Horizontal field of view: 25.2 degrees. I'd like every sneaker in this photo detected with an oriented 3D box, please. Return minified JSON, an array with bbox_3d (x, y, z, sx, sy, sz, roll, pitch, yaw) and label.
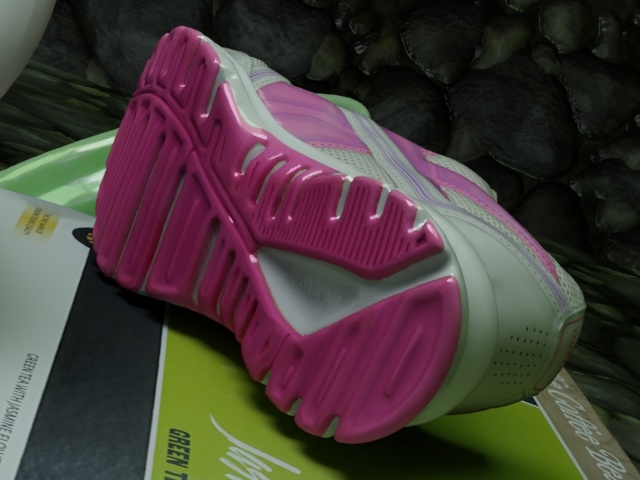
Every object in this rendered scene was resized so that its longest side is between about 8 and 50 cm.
[{"bbox_3d":[0.000,0.000,0.545,0.111,0.103,0.252,15,18,-40],"label":"sneaker"}]

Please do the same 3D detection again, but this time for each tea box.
[{"bbox_3d":[-0.047,0.149,0.548,0.324,0.220,0.329,17,12,-8],"label":"tea box"}]

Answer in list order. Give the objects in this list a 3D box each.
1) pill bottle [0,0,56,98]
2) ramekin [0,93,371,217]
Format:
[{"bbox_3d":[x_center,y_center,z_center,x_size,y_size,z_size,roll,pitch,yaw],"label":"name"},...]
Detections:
[{"bbox_3d":[-0.222,-0.074,0.531,0.182,0.181,0.323,14,-19,-23],"label":"pill bottle"},{"bbox_3d":[-0.098,0.021,0.940,0.304,0.148,0.303,-13,18,4],"label":"ramekin"}]
